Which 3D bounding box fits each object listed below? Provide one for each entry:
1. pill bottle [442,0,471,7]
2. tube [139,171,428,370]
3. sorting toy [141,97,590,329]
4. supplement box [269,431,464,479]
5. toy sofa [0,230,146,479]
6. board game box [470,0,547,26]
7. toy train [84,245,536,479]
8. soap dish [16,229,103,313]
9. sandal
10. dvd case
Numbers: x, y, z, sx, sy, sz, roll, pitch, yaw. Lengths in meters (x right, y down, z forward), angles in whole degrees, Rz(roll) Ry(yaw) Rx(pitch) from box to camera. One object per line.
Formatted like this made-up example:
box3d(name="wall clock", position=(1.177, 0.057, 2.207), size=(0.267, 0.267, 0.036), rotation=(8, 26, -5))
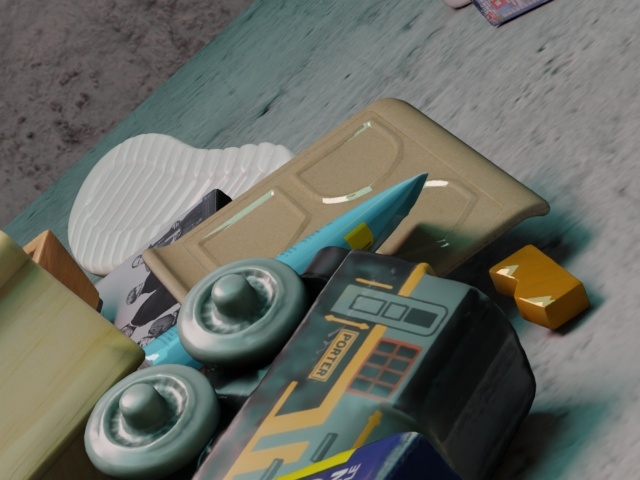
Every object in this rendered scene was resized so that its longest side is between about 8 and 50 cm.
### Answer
box3d(name="pill bottle", position=(0.117, -0.375, 2.013), size=(0.131, 0.229, 0.131), rotation=(-40, 14, 12))
box3d(name="tube", position=(-0.018, 0.029, 1.148), size=(0.207, 0.052, 0.080), rotation=(-38, -5, -16))
box3d(name="sorting toy", position=(0.034, 0.019, 1.220), size=(0.229, 0.041, 0.307), rotation=(-32, 34, -11))
box3d(name="supplement box", position=(-0.058, 0.239, 0.690), size=(0.356, 0.195, 0.194), rotation=(-28, 19, 47))
box3d(name="toy sofa", position=(-0.209, 0.128, 1.194), size=(0.150, 0.177, 0.362), rotation=(-48, -16, -18))
box3d(name="board game box", position=(0.250, -0.298, 1.768), size=(0.194, 0.060, 0.194), rotation=(-46, 15, -16))
box3d(name="toy train", position=(-0.028, 0.139, 0.993), size=(0.190, 0.142, 0.334), rotation=(12, 52, 36))
box3d(name="soap dish", position=(-0.328, 0.146, 1.757), size=(0.291, 0.118, 0.229), rotation=(-33, 37, 48))
box3d(name="sandal", position=(-0.133, -0.015, 1.918), size=(0.416, 0.102, 0.169), rotation=(7, 64, 56))
box3d(name="dvd case", position=(-0.172, 0.077, 1.746), size=(0.238, 0.029, 0.179), rotation=(-39, 31, 25))
